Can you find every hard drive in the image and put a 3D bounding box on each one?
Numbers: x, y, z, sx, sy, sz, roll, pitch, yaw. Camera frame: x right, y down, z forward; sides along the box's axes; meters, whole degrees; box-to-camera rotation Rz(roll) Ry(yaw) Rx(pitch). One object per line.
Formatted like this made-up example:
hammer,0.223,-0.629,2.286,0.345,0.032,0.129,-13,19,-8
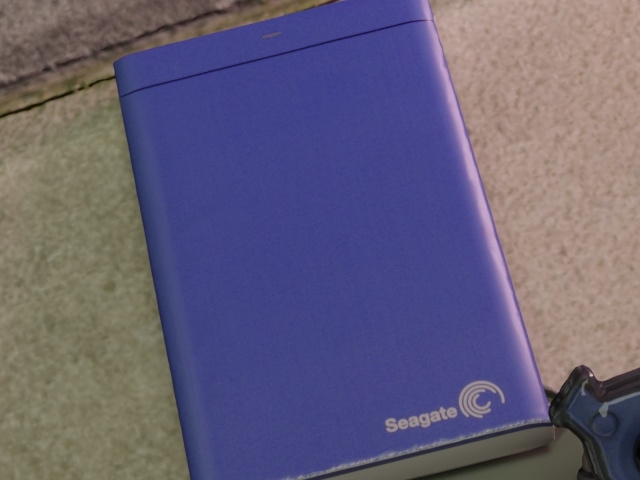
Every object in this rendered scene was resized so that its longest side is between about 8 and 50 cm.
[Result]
hard drive,0.000,0.000,1.171,0.210,0.040,0.319,-14,61,0

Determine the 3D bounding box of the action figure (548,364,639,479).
action figure,0.281,0.139,1.055,0.330,0.178,0.341,-41,101,-3

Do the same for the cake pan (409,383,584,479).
cake pan,0.082,0.214,1.126,0.293,0.054,0.293,-1,73,5
